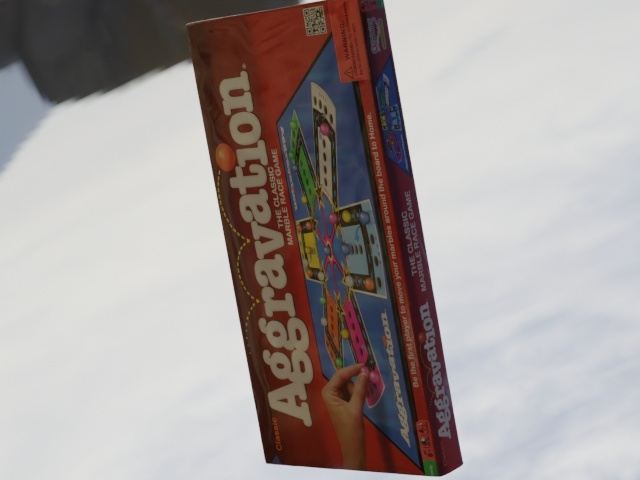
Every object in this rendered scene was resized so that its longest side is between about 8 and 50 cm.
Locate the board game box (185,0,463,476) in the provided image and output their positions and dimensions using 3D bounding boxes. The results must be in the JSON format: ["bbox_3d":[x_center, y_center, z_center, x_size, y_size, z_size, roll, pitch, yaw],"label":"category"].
[{"bbox_3d":[0.000,0.000,1.087,0.145,0.281,0.027,-3,-169,45],"label":"board game box"}]
